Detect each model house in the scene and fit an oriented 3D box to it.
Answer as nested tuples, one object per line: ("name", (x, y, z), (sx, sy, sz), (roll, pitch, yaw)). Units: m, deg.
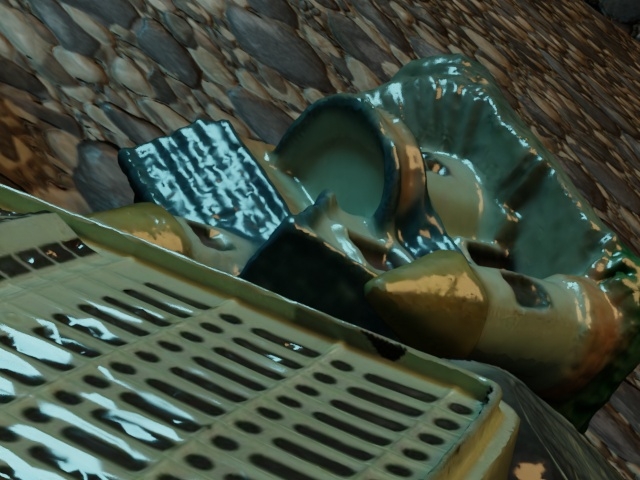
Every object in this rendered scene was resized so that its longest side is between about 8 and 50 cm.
("model house", (0.000, 0.000, 0.881), (0.325, 0.194, 0.267), (14, 34, -47))

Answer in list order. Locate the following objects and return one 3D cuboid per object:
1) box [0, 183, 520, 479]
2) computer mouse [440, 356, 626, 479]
("box", (-0.101, 0.089, 0.421), (0.290, 0.166, 0.220), (20, 16, 18))
("computer mouse", (0.147, 0.206, 0.827), (0.374, 0.114, 0.203), (44, 13, -33))
